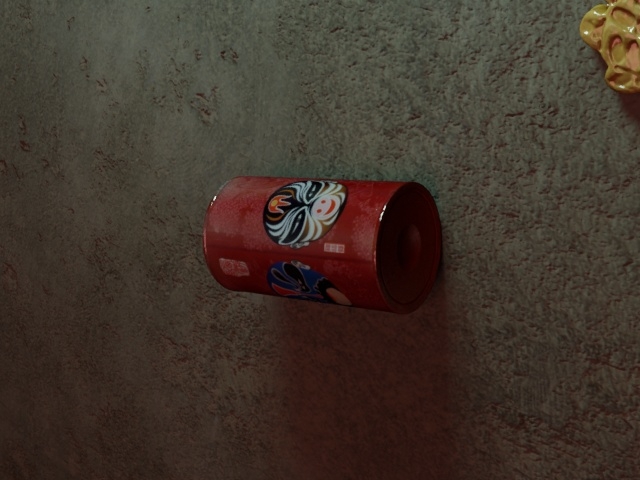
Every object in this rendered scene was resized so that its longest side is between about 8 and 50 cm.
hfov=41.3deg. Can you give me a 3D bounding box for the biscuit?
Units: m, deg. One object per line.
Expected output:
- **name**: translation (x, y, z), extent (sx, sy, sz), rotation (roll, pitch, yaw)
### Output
- **biscuit**: translation (0.457, -0.232, 1.040), extent (0.288, 0.044, 0.202), rotation (39, 126, 16)

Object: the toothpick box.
- **toothpick box**: translation (0.000, 0.000, 1.358), extent (0.333, 0.204, 0.204), rotation (5, 110, 36)
